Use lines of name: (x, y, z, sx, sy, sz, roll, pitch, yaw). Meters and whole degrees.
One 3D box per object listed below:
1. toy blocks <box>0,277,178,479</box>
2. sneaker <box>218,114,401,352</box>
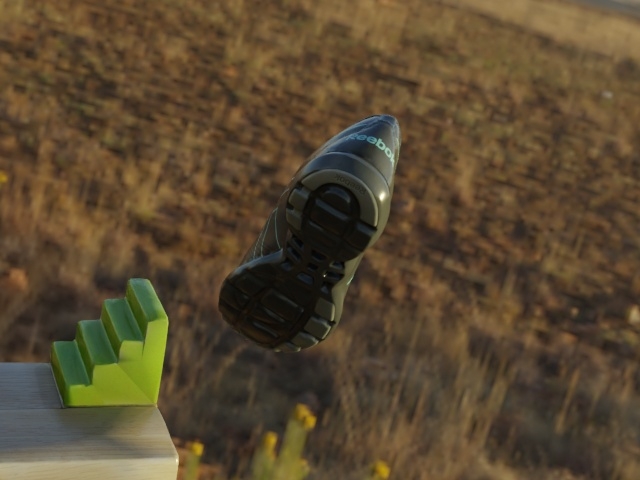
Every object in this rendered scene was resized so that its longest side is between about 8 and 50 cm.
toy blocks: (-0.224, 0.209, 0.701, 0.260, 0.381, 0.191, 2, 23, -21)
sneaker: (0.000, 0.000, 1.168, 0.101, 0.267, 0.106, 32, 48, -5)
